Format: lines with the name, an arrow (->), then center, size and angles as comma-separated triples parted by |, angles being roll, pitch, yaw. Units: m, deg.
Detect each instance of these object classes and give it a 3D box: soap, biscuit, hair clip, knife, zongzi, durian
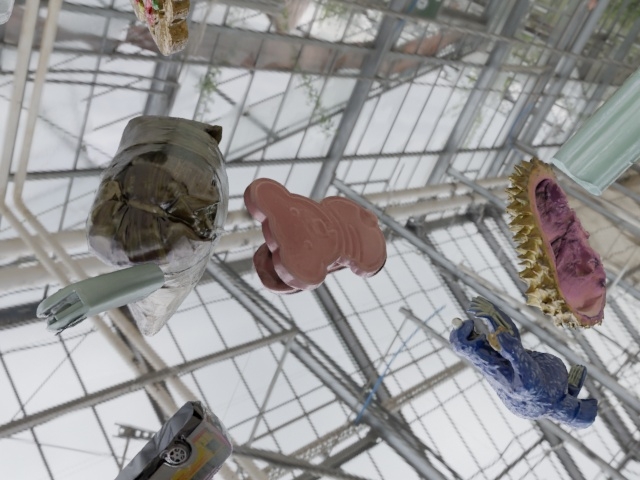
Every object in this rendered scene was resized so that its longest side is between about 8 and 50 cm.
soap -> 0.336, -0.141, 0.699 | 0.066, 0.198, 0.119 | 45, -142, 10
biscuit -> -0.212, -0.344, 0.813 | 0.041, 0.212, 0.239 | -22, -135, -29
hair clip -> 0.001, -0.005, 0.667 | 0.138, 0.102, 0.123 | -15, -114, -10
knife -> -0.138, 0.035, 0.443 | 0.023, 0.044, 0.162 | 62, -176, -1
zongzi -> -0.178, 0.027, 0.727 | 0.134, 0.288, 0.286 | 11, -162, -9
durian -> 0.394, 0.026, 1.208 | 0.191, 0.112, 0.341 | -43, -70, -37

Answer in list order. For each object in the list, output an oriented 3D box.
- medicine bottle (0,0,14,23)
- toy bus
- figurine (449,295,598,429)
medicine bottle -> -0.395, -0.383, 0.730 | 0.179, 0.324, 0.124 | 47, -130, 1
toy bus -> -0.169, 0.257, 0.741 | 0.072, 0.172, 0.057 | 43, 179, -20
figurine -> 0.306, 0.207, 1.084 | 0.262, 0.120, 0.164 | 35, -162, 3
